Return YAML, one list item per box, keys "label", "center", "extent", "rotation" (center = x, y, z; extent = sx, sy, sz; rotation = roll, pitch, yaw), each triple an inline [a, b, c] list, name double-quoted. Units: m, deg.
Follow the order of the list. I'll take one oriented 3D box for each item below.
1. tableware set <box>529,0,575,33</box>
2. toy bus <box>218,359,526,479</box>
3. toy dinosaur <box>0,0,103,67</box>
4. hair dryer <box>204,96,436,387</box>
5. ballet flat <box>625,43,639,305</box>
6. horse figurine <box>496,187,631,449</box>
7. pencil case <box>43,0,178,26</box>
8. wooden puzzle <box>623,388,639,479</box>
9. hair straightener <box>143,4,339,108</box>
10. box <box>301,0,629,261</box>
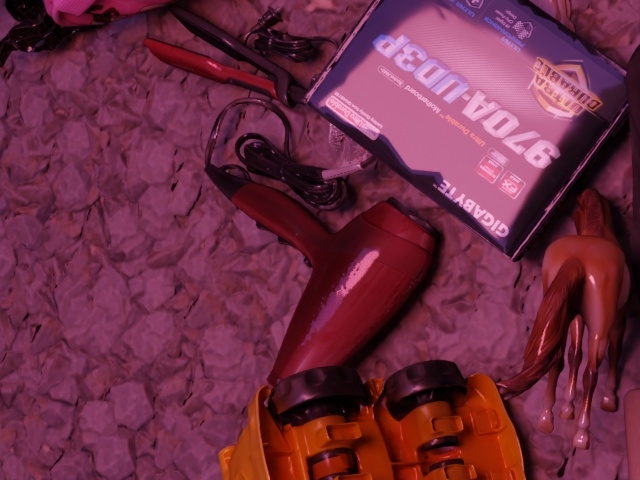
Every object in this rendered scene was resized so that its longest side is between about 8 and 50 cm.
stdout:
- label: "tableware set"
  center: [0.125, -0.158, 1.421]
  extent: [0.168, 0.020, 0.141]
  rotation: [6, 86, 11]
- label: "toy bus"
  center: [0.027, 0.204, 1.389]
  extent: [0.211, 0.220, 0.149]
  rotation: [128, 133, -54]
- label: "toy dinosaur"
  center: [-0.315, -0.292, 1.709]
  extent: [0.322, 0.164, 0.218]
  rotation: [-59, 37, 31]
- label: "hair dryer"
  center: [0.000, 0.000, 1.487]
  extent: [0.223, 0.080, 0.293]
  rotation: [-12, 62, 34]
- label: "ballet flat"
  center: [0.275, -0.024, 1.267]
  extent: [0.095, 0.096, 0.280]
  rotation: [-8, 84, -8]
- label: "horse figurine"
  center: [0.191, 0.053, 1.259]
  extent: [0.066, 0.263, 0.174]
  rotation: [6, 95, 18]
- label: "pencil case"
  center: [-0.213, -0.394, 1.551]
  extent: [0.160, 0.167, 0.386]
  rotation: [-14, 88, -2]
- label: "wooden puzzle"
  center: [0.335, 0.215, 1.240]
  extent: [0.238, 0.044, 0.221]
  rotation: [-4, 91, 37]
- label: "hair straightener"
  center: [-0.062, -0.179, 1.545]
  extent: [0.230, 0.047, 0.089]
  rotation: [22, 76, 45]
- label: "box"
  center: [0.123, -0.116, 1.382]
  extent: [0.220, 0.051, 0.175]
  rotation: [38, 98, 12]
